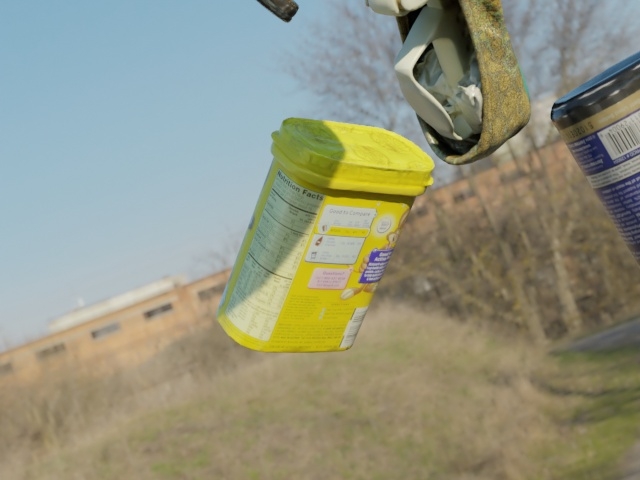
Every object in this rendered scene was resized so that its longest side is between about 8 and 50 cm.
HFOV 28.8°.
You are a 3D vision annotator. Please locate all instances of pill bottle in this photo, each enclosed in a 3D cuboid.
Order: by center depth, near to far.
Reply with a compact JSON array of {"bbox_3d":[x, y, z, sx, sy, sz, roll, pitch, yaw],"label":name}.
[{"bbox_3d":[0.275,-0.035,0.927,0.123,0.219,0.123,-31,3,2],"label":"pill bottle"}]

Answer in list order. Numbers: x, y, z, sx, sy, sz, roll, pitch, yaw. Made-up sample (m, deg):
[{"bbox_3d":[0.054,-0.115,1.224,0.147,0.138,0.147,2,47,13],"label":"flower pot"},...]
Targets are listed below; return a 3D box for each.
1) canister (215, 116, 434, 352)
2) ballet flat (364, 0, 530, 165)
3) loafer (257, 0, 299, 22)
[{"bbox_3d":[0.000,0.000,0.954,0.126,0.073,0.169,3,-61,-37],"label":"canister"},{"bbox_3d":[0.096,-0.201,1.076,0.123,0.348,0.123,-14,43,13],"label":"ballet flat"},{"bbox_3d":[-0.067,-0.276,1.156,0.061,0.170,0.062,-39,-14,8],"label":"loafer"}]
